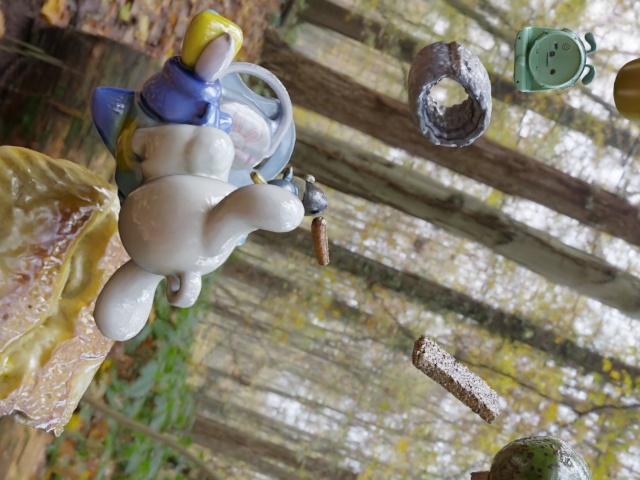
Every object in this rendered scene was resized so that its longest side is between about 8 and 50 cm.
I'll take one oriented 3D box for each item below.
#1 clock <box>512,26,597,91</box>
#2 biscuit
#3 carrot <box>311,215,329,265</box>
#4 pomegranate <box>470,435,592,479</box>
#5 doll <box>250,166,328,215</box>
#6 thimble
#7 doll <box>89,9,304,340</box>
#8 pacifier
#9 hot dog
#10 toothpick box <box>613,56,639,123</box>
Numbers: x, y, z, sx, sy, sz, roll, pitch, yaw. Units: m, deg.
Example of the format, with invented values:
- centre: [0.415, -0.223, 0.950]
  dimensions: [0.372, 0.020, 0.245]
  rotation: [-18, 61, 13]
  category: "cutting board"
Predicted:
- centre: [0.537, -0.418, 2.054]
  dimensions: [0.060, 0.188, 0.148]
  rotation: [-46, 134, -73]
  category: "clock"
- centre: [0.243, 0.248, 1.609]
  dimensions: [0.034, 0.199, 0.064]
  rotation: [-43, -166, 33]
  category: "biscuit"
- centre: [0.000, 0.000, 1.656]
  dimensions: [0.032, 0.032, 0.093]
  rotation: [-85, 169, -68]
  category: "carrot"
- centre: [0.468, 0.555, 1.994]
  dimensions: [0.254, 0.270, 0.254]
  rotation: [16, 72, -63]
  category: "pomegranate"
- centre: [-0.061, -0.083, 1.640]
  dimensions: [0.089, 0.179, 0.102]
  rotation: [33, -75, 57]
  category: "doll"
- centre: [0.315, -0.354, 2.176]
  dimensions: [0.172, 0.205, 0.236]
  rotation: [-84, 170, -52]
  category: "thimble"
- centre: [-0.175, -0.087, 1.152]
  dimensions: [0.376, 0.187, 0.366]
  rotation: [-20, -116, 25]
  category: "doll"
- centre: [-0.187, -0.240, 1.733]
  dimensions: [0.238, 0.287, 0.226]
  rotation: [-58, -149, 7]
  category: "pacifier"
- centre: [-0.423, 0.057, 1.301]
  dimensions: [0.365, 0.196, 0.367]
  rotation: [-57, 143, -4]
  category: "hot dog"
- centre: [0.764, -0.324, 1.913]
  dimensions: [0.271, 0.175, 0.175]
  rotation: [14, -98, 60]
  category: "toothpick box"
